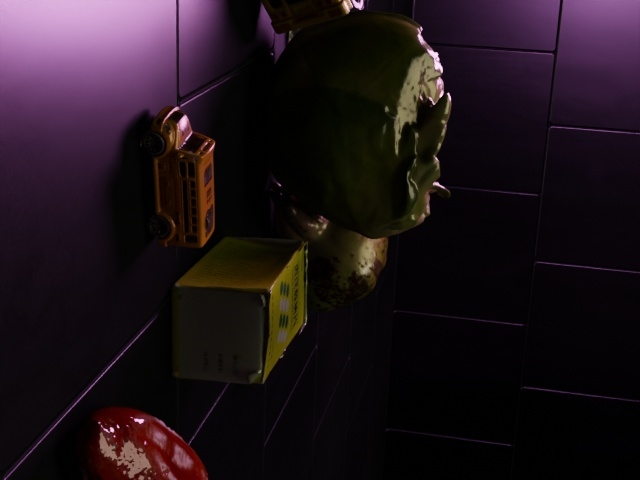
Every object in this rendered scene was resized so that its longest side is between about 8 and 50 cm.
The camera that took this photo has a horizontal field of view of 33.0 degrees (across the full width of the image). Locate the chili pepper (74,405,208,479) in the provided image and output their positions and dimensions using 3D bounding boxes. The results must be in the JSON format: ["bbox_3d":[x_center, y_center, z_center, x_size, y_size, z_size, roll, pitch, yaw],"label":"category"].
[{"bbox_3d":[-0.201,0.250,1.194,0.144,0.136,0.253,-48,145,-25],"label":"chili pepper"}]

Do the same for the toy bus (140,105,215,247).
[{"bbox_3d":[-0.164,-0.075,1.277,0.069,0.074,0.162,-63,158,-59],"label":"toy bus"}]

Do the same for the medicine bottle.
[{"bbox_3d":[-0.108,0.092,1.510,0.250,0.141,0.137,-55,145,-70],"label":"medicine bottle"}]

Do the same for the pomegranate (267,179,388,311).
[{"bbox_3d":[0.015,-0.002,1.936,0.276,0.204,0.222,78,22,-57],"label":"pomegranate"}]

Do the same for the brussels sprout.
[{"bbox_3d":[0.058,-0.190,1.798,0.276,0.314,0.371,-85,163,-77],"label":"brussels sprout"}]

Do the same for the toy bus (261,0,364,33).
[{"bbox_3d":[0.000,-0.482,1.734,0.151,0.145,0.331,55,36,-37],"label":"toy bus"}]

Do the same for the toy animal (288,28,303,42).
[{"bbox_3d":[-0.040,-0.369,1.881,0.075,0.041,0.217,-89,-176,-68],"label":"toy animal"}]

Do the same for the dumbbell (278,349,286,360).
[{"bbox_3d":[-0.093,0.163,1.812,0.069,0.069,0.147,-71,164,-51],"label":"dumbbell"}]
